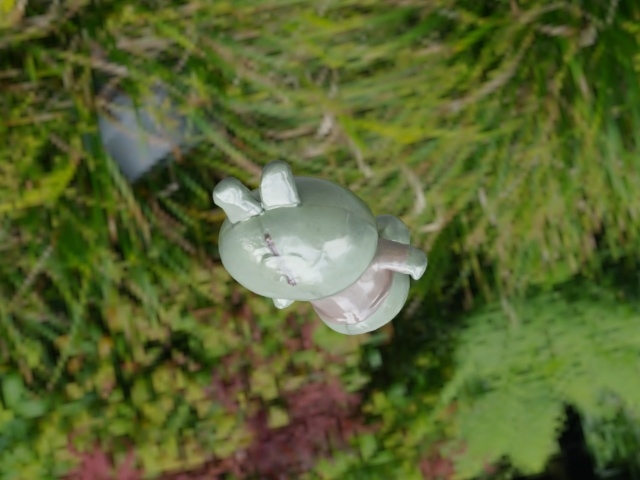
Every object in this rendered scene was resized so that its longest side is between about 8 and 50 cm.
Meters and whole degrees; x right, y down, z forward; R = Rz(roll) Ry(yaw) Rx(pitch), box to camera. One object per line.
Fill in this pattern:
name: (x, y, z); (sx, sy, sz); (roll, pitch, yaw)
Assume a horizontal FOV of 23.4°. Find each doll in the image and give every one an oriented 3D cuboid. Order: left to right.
doll: (0.003, 0.013, 1.346); (0.155, 0.113, 0.275); (-15, 161, 21)
